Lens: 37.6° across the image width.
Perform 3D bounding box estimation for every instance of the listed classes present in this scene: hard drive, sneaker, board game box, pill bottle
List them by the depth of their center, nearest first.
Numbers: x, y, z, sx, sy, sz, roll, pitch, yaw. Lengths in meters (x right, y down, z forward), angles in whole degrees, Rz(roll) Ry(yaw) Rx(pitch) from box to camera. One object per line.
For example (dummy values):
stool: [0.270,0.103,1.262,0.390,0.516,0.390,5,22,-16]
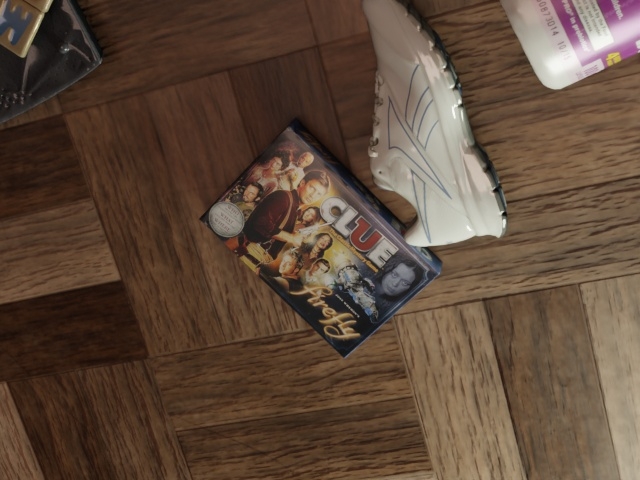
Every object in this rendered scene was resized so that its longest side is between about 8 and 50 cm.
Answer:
pill bottle: [0.318,-0.276,0.869,0.301,0.169,0.169,-25,102,20]
sneaker: [0.099,-0.121,1.001,0.129,0.111,0.297,-20,102,13]
board game box: [0.000,0.000,1.108,0.243,0.042,0.165,44,112,-4]
hard drive: [-0.390,-0.230,1.111,0.255,0.054,0.172,-22,103,18]

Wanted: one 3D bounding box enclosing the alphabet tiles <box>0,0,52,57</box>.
alphabet tiles: [-0.394,-0.374,1.046,0.285,0.011,0.342,33,105,10]
